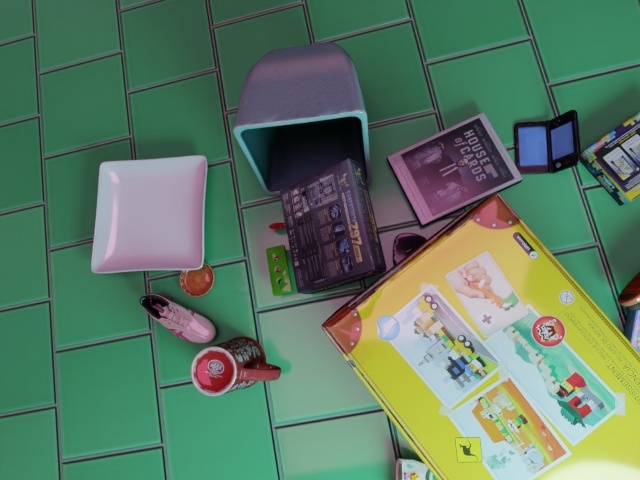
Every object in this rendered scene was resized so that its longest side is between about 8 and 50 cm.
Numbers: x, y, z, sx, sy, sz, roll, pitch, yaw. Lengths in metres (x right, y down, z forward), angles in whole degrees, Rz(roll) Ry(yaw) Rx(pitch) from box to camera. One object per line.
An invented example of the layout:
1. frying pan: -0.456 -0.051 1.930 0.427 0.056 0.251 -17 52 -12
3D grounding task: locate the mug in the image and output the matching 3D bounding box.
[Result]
1. mug: -0.171 0.250 0.886 0.151 0.169 0.113 -19 77 5

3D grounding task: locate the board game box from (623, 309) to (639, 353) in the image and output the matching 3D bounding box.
1. board game box: 0.700 0.229 0.833 0.212 0.039 0.160 15 82 10

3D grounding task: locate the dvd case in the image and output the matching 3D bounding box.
1. dvd case: 0.294 -0.158 0.967 0.239 0.029 0.179 -25 78 3

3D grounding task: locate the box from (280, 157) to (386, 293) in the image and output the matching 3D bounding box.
1. box: 0.020 -0.024 0.884 0.184 0.059 0.232 -22 71 31

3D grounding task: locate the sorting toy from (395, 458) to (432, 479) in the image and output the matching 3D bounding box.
1. sorting toy: 0.189 0.473 0.862 0.075 0.045 0.083 2 79 1

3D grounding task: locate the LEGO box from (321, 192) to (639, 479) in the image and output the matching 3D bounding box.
1. LEGO box: 0.307 0.229 0.774 0.373 0.193 0.500 -39 82 5

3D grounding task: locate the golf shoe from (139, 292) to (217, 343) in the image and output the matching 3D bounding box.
1. golf shoe: -0.320 0.176 0.965 0.186 0.086 0.067 25 83 10

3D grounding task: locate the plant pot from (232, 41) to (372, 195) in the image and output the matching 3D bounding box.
1. plant pot: -0.028 -0.275 0.936 0.248 0.247 0.252 -6 64 7

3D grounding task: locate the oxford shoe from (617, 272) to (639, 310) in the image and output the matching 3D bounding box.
1. oxford shoe: 0.704 0.075 0.827 0.272 0.097 0.098 -28 82 -3

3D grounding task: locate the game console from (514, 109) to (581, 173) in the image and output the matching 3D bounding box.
1. game console: 0.484 -0.210 0.931 0.071 0.107 0.122 5 80 -20

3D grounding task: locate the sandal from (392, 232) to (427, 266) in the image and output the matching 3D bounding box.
1. sandal: 0.223 0.099 0.917 0.097 0.054 0.254 -17 78 5

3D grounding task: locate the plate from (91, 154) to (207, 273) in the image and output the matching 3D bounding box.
1. plate: -0.400 -0.060 1.040 0.279 0.045 0.276 -3 78 8

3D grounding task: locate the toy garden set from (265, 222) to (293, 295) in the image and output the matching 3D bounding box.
1. toy garden set: 0.000 0.000 0.971 0.245 0.049 0.203 -14 74 10

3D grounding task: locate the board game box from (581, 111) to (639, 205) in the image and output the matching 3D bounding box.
1. board game box: 0.659 -0.178 0.910 0.170 0.048 0.141 -34 79 0

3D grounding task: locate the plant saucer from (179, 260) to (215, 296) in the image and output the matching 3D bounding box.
1. plant saucer: -0.286 0.090 1.012 0.084 0.013 0.083 -2 79 8
